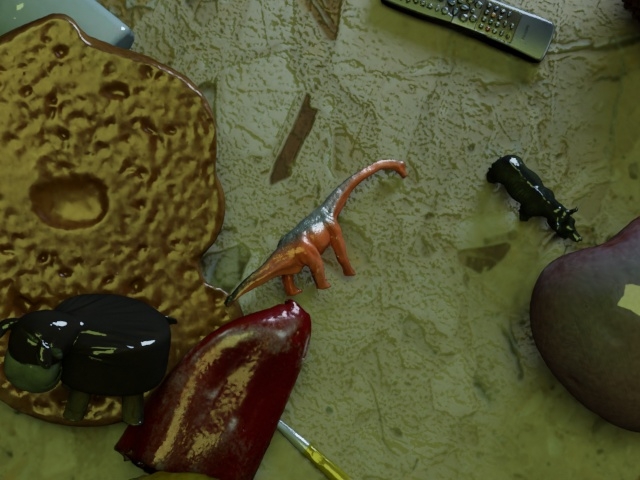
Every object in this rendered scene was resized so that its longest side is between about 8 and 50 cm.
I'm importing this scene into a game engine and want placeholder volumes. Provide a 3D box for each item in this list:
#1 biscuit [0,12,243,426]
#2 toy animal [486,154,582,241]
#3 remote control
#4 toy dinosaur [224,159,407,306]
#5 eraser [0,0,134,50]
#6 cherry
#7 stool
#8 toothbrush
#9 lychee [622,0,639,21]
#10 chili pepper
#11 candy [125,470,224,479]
[{"bbox_3d":[-0.274,-0.020,1.753,0.349,0.078,0.455,-8,95,-15],"label":"biscuit"},{"bbox_3d":[0.250,-0.046,1.839,0.047,0.065,0.136,-41,83,-9],"label":"toy animal"},{"bbox_3d":[0.175,-0.272,1.906,0.212,0.028,0.059,22,81,3],"label":"remote control"},{"bbox_3d":[0.004,0.001,1.807,0.279,0.055,0.101,-34,118,-35],"label":"toy dinosaur"},{"bbox_3d":[-0.382,-0.259,1.836,0.290,0.104,0.189,40,83,6],"label":"eraser"},{"bbox_3d":[0.357,0.096,1.741,0.239,0.206,0.239,4,67,-9],"label":"cherry"},{"bbox_3d":[-0.245,0.123,1.661,0.125,0.217,0.121,36,120,40],"label":"stool"},{"bbox_3d":[0.001,0.246,1.783,0.288,0.024,0.021,41,77,6],"label":"toothbrush"},{"bbox_3d":[0.429,-0.317,1.857,0.188,0.188,0.188,1,77,-2],"label":"lychee"},{"bbox_3d":[-0.107,0.166,1.731,0.144,0.136,0.253,27,85,19],"label":"chili pepper"},{"bbox_3d":[-0.153,0.361,1.656,0.260,0.118,0.260,3,114,7],"label":"candy"}]
